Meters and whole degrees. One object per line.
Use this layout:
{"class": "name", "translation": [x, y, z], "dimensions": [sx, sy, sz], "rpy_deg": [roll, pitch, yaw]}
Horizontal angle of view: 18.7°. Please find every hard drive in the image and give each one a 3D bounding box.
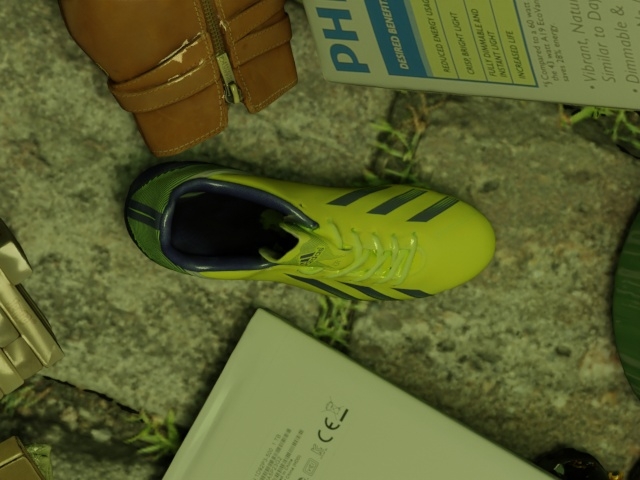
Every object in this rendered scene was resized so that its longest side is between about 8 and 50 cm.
{"class": "hard drive", "translation": [0.038, 0.213, 1.443], "dimensions": [0.307, 0.040, 0.203], "rpy_deg": [30, 93, 9]}

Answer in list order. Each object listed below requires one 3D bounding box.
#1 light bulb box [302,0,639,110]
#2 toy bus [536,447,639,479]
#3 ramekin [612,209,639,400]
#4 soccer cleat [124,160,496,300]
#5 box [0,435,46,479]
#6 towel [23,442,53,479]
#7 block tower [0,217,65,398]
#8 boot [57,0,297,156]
{"class": "light bulb box", "translation": [0.160, -0.287, 1.213], "dimensions": [0.225, 0.361, 0.358], "rpy_deg": [-50, 135, -39]}
{"class": "toy bus", "translation": [0.250, 0.285, 1.552], "dimensions": [0.220, 0.149, 0.211], "rpy_deg": [1, 116, -14]}
{"class": "ramekin", "translation": [0.376, 0.052, 1.510], "dimensions": [0.303, 0.148, 0.303], "rpy_deg": [-2, 96, -18]}
{"class": "soccer cleat", "translation": [-0.001, 0.001, 1.420], "dimensions": [0.289, 0.121, 0.093], "rpy_deg": [7, 99, -17]}
{"class": "box", "translation": [-0.278, 0.231, 1.390], "dimensions": [0.201, 0.021, 0.164], "rpy_deg": [-28, 146, -7]}
{"class": "towel", "translation": [-0.263, 0.196, 1.404], "dimensions": [0.148, 0.027, 0.110], "rpy_deg": [-16, 142, -23]}
{"class": "block tower", "translation": [-0.336, 0.121, 1.367], "dimensions": [0.335, 0.091, 0.097], "rpy_deg": [-36, 109, -6]}
{"class": "boot", "translation": [-0.051, -0.206, 1.376], "dimensions": [0.283, 0.109, 0.220], "rpy_deg": [-33, 116, -19]}
